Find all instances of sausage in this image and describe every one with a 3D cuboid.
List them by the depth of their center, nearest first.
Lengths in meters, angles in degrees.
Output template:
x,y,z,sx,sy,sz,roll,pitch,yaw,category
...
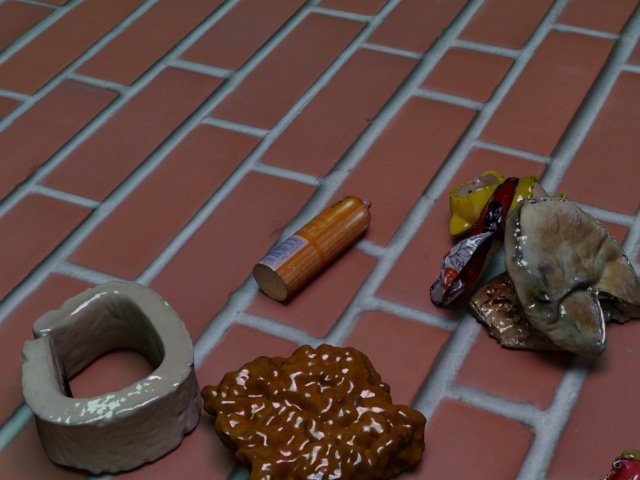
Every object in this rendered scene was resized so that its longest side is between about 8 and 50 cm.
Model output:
x,y,z,sx,sy,sz,roll,pitch,yaw,category
0.000,0.000,2.232,0.093,0.093,0.312,26,48,30,sausage

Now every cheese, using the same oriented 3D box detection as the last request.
x,y,z,sx,sy,sz,roll,pitch,yaw,category
-0.369,0.227,1.944,0.292,0.153,0.332,-17,41,-16,cheese

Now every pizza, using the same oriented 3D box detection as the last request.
x,y,z,sx,sy,sz,roll,pitch,yaw,category
0.375,0.133,2.067,0.147,0.069,0.226,-17,42,-19,pizza

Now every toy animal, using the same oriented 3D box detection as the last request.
x,y,z,sx,sy,sz,roll,pitch,yaw,category
0.376,-0.068,2.257,0.230,0.156,0.156,0,39,20,toy animal

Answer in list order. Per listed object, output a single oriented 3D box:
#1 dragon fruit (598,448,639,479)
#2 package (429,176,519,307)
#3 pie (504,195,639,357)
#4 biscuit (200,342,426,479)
x,y,z,sx,sy,sz,roll,pitch,yaw,category
0.507,0.389,1.695,0.172,0.160,0.166,27,72,30,dragon fruit
0.288,0.006,2.091,0.269,0.071,0.194,-55,12,-4,package
0.458,0.053,2.043,0.338,0.075,0.337,21,50,-27,pie
-0.010,0.301,1.867,0.318,0.110,0.312,-20,42,-18,biscuit
